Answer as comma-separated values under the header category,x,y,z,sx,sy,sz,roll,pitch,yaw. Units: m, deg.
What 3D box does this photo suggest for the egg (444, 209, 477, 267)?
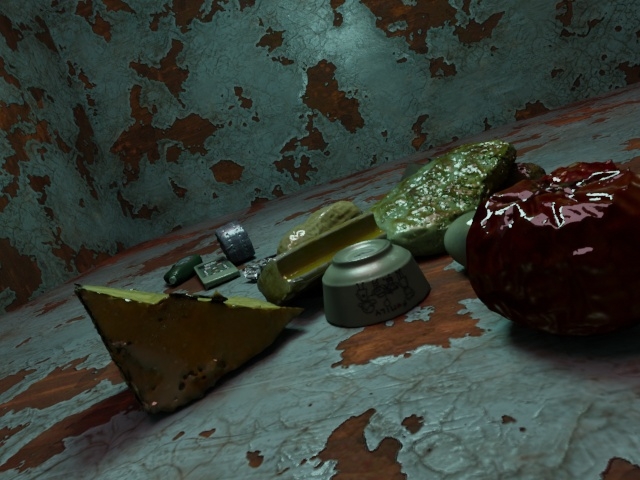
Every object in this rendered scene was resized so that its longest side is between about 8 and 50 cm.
category,x,y,z,sx,sy,sz,roll,pitch,yaw
egg,0.298,0.000,0.840,0.114,0.114,0.152,-27,16,-31

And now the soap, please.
category,x,y,z,sx,sy,sz,roll,pitch,yaw
soap,0.004,0.045,1.023,0.274,0.089,0.173,-26,-14,-30

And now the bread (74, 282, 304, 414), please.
category,x,y,z,sx,sy,sz,roll,pitch,yaw
bread,-0.256,0.120,0.836,0.315,0.279,0.248,-40,14,-28

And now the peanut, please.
category,x,y,z,sx,sy,sz,roll,pitch,yaw
peanut,0.000,0.004,1.230,0.291,0.143,0.159,-38,-18,-38

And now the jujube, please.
category,x,y,z,sx,sy,sz,roll,pitch,yaw
jujube,0.316,0.016,0.582,0.213,0.213,0.232,-28,20,-35

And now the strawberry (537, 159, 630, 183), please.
category,x,y,z,sx,sy,sz,roll,pitch,yaw
strawberry,0.445,-0.067,0.871,0.306,0.137,0.233,-11,16,28

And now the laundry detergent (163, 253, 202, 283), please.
category,x,y,z,sx,sy,sz,roll,pitch,yaw
laundry detergent,-0.520,0.118,1.679,0.137,0.063,0.211,-19,15,9

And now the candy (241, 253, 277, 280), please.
category,x,y,z,sx,sy,sz,roll,pitch,yaw
candy,-0.124,0.060,1.356,0.226,0.051,0.094,-24,16,-21

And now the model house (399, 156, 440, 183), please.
category,x,y,z,sx,sy,sz,roll,pitch,yaw
model house,0.420,-0.248,1.715,0.188,0.122,0.229,-17,16,-15

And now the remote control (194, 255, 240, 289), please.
category,x,y,z,sx,sy,sz,roll,pitch,yaw
remote control,-0.353,0.104,1.535,0.123,0.038,0.285,-22,13,-16

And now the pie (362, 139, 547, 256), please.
category,x,y,z,sx,sy,sz,roll,pitch,yaw
pie,0.298,-0.106,1.167,0.418,0.180,0.395,-29,16,-11

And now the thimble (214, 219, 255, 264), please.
category,x,y,z,sx,sy,sz,roll,pitch,yaw
thimble,-0.307,0.009,1.629,0.098,0.150,0.150,-28,15,-16

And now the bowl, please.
category,x,y,z,sx,sy,sz,roll,pitch,yaw
bowl,0.093,0.068,0.871,0.211,0.112,0.211,-18,15,5
